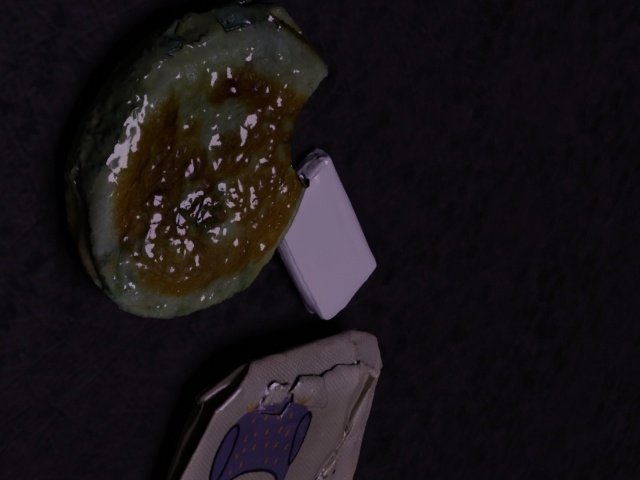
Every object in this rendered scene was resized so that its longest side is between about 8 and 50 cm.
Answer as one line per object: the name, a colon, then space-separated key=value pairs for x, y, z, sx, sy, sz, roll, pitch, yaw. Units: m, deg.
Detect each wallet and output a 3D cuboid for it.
wallet: x=-0.044 y=0.220 z=1.953 sx=0.335 sy=0.068 sz=0.275 roll=-14 pitch=125 yaw=-48
wallet: x=0.000 y=0.000 z=1.891 sx=0.095 sy=0.033 sz=0.190 roll=-47 pitch=144 yaw=-20

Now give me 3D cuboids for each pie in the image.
pie: x=-0.102 y=-0.068 z=1.671 sx=0.302 sy=0.067 sz=0.302 roll=-32 pitch=136 yaw=-38
